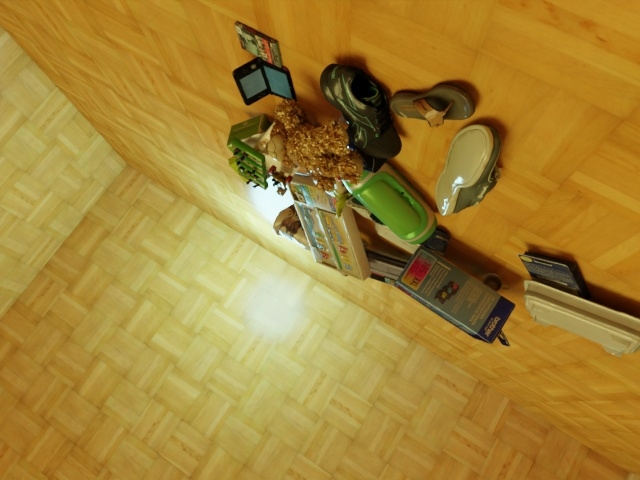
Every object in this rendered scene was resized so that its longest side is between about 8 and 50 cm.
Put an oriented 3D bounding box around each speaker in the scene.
[{"bbox_3d":[0.194,-0.117,1.421,0.296,0.131,0.131,40,165,-25],"label":"speaker"}]

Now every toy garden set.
[{"bbox_3d":[-0.182,-0.195,1.559,0.204,0.049,0.244,32,165,6],"label":"toy garden set"}]

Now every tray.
[{"bbox_3d":[0.303,0.003,1.788,0.270,0.030,0.145,30,165,13],"label":"tray"}]

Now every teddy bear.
[{"bbox_3d":[-0.029,-0.225,1.253,0.338,0.113,0.245,33,163,33],"label":"teddy bear"}]

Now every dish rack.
[{"bbox_3d":[0.720,0.225,1.405,0.333,0.072,0.285,23,172,29],"label":"dish rack"}]

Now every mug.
[{"bbox_3d":[0.558,0.148,1.638,0.078,0.062,0.064,43,179,23],"label":"mug"}]

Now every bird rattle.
[{"bbox_3d":[0.026,-0.193,1.541,0.207,0.143,0.253,33,167,37],"label":"bird rattle"}]

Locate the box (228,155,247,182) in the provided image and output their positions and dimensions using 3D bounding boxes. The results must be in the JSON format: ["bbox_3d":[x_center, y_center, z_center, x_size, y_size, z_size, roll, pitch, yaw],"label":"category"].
[{"bbox_3d":[-0.219,-0.284,1.780,0.109,0.178,0.042,50,-163,-50],"label":"box"}]

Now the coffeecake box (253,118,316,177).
[{"bbox_3d":[-0.093,-0.281,1.476,0.142,0.068,0.185,37,138,-14],"label":"coffeecake box"}]

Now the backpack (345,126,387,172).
[{"bbox_3d":[0.106,-0.239,1.261,0.101,0.098,0.120,25,165,46],"label":"backpack"}]

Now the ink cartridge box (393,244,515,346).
[{"bbox_3d":[0.440,0.190,1.627,0.396,0.151,0.270,32,177,10],"label":"ink cartridge box"}]

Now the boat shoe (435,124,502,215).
[{"bbox_3d":[0.336,-0.153,1.109,0.099,0.116,0.319,-9,158,-6],"label":"boat shoe"}]

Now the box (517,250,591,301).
[{"bbox_3d":[0.622,0.094,1.349,0.136,0.036,0.225,19,162,46],"label":"box"}]

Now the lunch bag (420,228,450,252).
[{"bbox_3d":[0.351,-0.006,1.569,0.067,0.065,0.098,21,180,-35],"label":"lunch bag"}]

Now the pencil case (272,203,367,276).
[{"bbox_3d":[0.000,0.000,2.199,0.410,0.159,0.183,31,176,12],"label":"pencil case"}]

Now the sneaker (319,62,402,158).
[{"bbox_3d":[0.107,-0.277,1.125,0.267,0.101,0.106,42,162,-32],"label":"sneaker"}]

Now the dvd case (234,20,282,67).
[{"bbox_3d":[-0.148,-0.471,1.226,0.119,0.013,0.087,29,166,13],"label":"dvd case"}]

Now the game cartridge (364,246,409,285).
[{"bbox_3d":[0.303,0.127,2.014,0.355,0.068,0.230,17,158,16],"label":"game cartridge"}]

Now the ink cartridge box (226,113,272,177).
[{"bbox_3d":[-0.136,-0.310,1.618,0.255,0.097,0.189,-15,141,25],"label":"ink cartridge box"}]

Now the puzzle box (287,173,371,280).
[{"bbox_3d":[0.032,-0.047,1.897,0.272,0.052,0.408,19,139,44],"label":"puzzle box"}]

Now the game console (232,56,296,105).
[{"bbox_3d":[-0.144,-0.398,1.327,0.085,0.124,0.144,57,175,21],"label":"game console"}]

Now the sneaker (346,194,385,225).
[{"bbox_3d":[0.176,-0.097,1.682,0.191,0.071,0.083,35,175,32],"label":"sneaker"}]

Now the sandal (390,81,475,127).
[{"bbox_3d":[0.213,-0.261,1.015,0.219,0.060,0.090,17,159,50],"label":"sandal"}]
